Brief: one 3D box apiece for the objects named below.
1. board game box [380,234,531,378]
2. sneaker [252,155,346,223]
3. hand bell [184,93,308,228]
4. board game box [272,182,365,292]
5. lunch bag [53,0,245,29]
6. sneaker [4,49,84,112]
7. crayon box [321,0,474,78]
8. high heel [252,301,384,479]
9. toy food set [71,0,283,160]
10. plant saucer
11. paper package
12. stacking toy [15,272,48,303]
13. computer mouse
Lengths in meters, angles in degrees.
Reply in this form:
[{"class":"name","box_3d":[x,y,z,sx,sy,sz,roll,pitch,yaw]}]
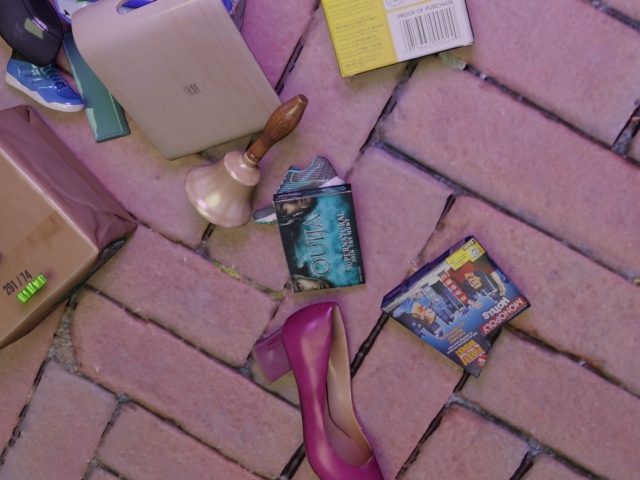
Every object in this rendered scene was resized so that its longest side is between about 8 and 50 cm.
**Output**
[{"class":"board game box","box_3d":[0.234,0.117,1.299,0.194,0.060,0.194,-39,97,19]},{"class":"sneaker","box_3d":[-0.042,-0.082,1.302,0.166,0.065,0.076,-26,84,14]},{"class":"hand bell","box_3d":[-0.095,-0.136,1.218,0.126,0.126,0.242,44,127,-4]},{"class":"board game box","box_3d":[0.000,0.000,1.288,0.126,0.026,0.186,-8,124,4]},{"class":"lunch bag","box_3d":[-0.252,-0.414,1.209,0.303,0.115,0.243,11,111,9]},{"class":"sneaker","box_3d":[-0.449,-0.275,1.313,0.152,0.058,0.084,29,117,15]},{"class":"crayon box","box_3d":[0.090,-0.417,1.154,0.202,0.081,0.318,-12,105,14]},{"class":"high heel","box_3d":[0.046,0.290,1.348,0.181,0.127,0.377,-33,95,29]},{"class":"toy food set","box_3d":[-0.191,-0.255,1.186,0.220,0.092,0.306,-16,142,16]},{"class":"plant saucer","box_3d":[-0.378,-0.260,1.330,0.067,0.018,0.192,-12,103,14]},{"class":"paper package","box_3d":[-0.539,-0.015,1.358,0.325,0.168,0.309,-40,97,19]},{"class":"stacking toy","box_3d":[-0.560,0.064,1.276,0.221,0.052,0.167,-38,99,17]},{"class":"computer mouse","box_3d":[-0.514,-0.362,1.254,0.184,0.060,0.262,-36,76,29]}]
